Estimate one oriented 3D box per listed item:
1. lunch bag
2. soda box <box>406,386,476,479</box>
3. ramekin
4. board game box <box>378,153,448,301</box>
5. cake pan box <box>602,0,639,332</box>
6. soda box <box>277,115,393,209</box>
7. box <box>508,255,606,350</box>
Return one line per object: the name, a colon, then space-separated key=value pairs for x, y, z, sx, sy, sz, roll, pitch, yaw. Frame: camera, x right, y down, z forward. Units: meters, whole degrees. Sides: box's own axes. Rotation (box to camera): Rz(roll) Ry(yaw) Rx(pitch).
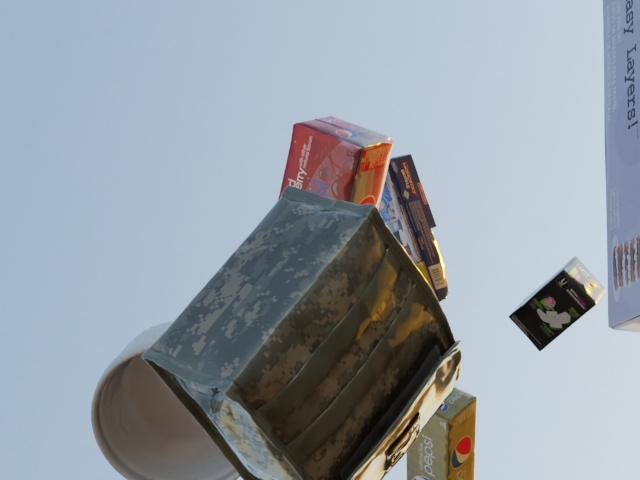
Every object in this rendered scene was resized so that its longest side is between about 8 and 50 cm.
lunch bag: x=0.010 y=0.135 z=1.541 sx=0.235 sy=0.169 sz=0.287 roll=-50 pitch=-53 yaw=-20
soda box: x=0.139 y=0.253 z=1.845 sx=0.058 sy=0.061 sz=0.181 roll=-33 pitch=-46 yaw=-40
ramekin: x=-0.165 y=0.195 z=1.928 sx=0.109 sy=0.207 sz=0.207 roll=-79 pitch=10 yaw=-67
board game box: x=0.061 y=0.011 z=2.082 sx=0.194 sy=0.194 sz=0.060 roll=-21 pitch=-3 yaw=38
cake pan box: x=0.294 y=-0.065 z=0.984 sx=0.245 sy=0.267 sz=0.070 roll=6 pitch=-16 yaw=-20
soda box: x=0.000 y=0.000 z=1.779 sx=0.083 sy=0.092 sz=0.263 roll=-17 pitch=-55 yaw=-59
box: x=0.253 y=0.067 z=1.702 sx=0.083 sy=0.052 sz=0.062 roll=-43 pitch=-3 yaw=26
